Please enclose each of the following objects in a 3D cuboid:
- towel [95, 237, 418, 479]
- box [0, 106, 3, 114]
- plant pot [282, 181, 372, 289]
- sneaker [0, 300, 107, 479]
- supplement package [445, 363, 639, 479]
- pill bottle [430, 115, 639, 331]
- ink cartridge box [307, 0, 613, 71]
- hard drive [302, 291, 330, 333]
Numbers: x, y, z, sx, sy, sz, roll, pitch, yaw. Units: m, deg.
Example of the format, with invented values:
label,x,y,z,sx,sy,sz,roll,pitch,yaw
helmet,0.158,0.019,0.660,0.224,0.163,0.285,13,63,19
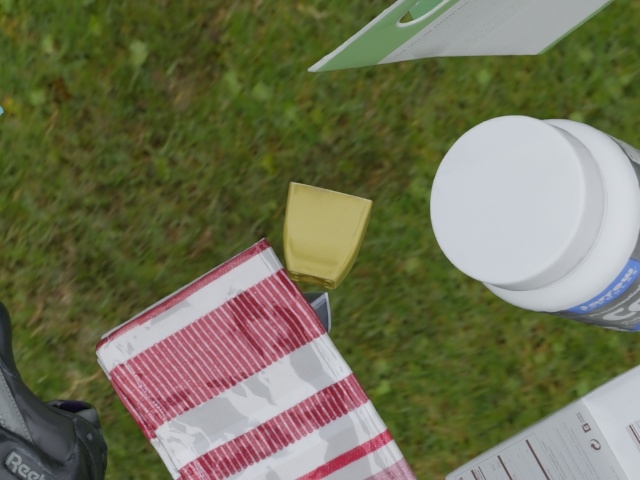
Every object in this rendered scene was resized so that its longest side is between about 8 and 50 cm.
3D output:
label,x,y,z,sx,sy,sz,roll,pitch,yaw
towel,-0.064,0.192,1.779,0.237,0.037,0.329,-31,93,19
box,-0.398,-0.121,1.623,0.060,0.244,0.100,-47,110,-29
plant pot,0.000,0.000,1.645,0.082,0.081,0.083,14,78,3
sneaker,-0.142,0.150,0.879,0.124,0.107,0.283,-41,117,-27
supplement package,0.199,0.175,1.273,0.105,0.179,0.105,-23,79,-38
pill bottle,0.105,-0.006,0.696,0.137,0.078,0.078,14,70,-57
ink cartridge box,0.109,-0.160,0.929,0.235,0.171,0.056,-9,70,-50
hard drive,-0.105,0.125,1.967,0.172,0.255,0.054,-36,105,-31
